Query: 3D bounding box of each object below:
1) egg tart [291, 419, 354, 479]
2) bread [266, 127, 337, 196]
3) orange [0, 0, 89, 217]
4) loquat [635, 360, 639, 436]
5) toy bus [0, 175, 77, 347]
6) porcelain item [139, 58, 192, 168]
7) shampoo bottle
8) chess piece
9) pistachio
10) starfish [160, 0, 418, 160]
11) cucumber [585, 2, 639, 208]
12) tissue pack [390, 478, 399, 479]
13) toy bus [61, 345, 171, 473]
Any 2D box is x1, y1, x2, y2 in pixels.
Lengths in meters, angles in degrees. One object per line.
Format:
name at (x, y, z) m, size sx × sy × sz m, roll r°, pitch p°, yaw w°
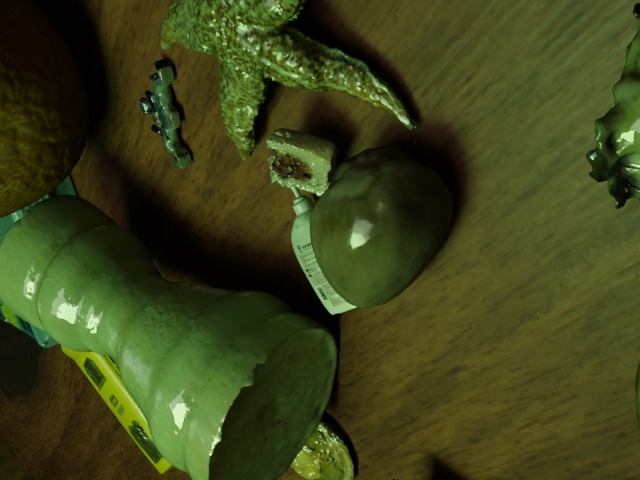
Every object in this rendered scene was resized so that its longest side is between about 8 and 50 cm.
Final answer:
egg tart at (-0.010, 0.281, 1.069) m, size 0.129 × 0.049 × 0.128 m, roll 29°, pitch 138°, yaw 30°
bread at (-0.016, -0.075, 0.774) m, size 0.070 × 0.035 × 0.083 m, roll 19°, pitch 156°, yaw 4°
orange at (-0.471, -0.189, 1.021) m, size 0.357 × 0.322 × 0.322 m, roll 36°, pitch 141°, yaw 39°
loquat at (0.296, 0.088, 0.429) m, size 0.213 × 0.213 × 0.246 m, roll 51°, pitch 141°, yaw 7°
toy bus at (-0.478, -0.004, 1.306) m, size 0.190 × 0.152 × 0.312 m, roll 18°, pitch 131°, yaw 42°
porcelain item at (-0.193, -0.155, 0.961) m, size 0.075 × 0.021 × 0.136 m, roll 28°, pitch 136°, yaw 40°
shampoo bottle at (0.000, 0.000, 0.834) m, size 0.077 × 0.045 × 0.152 m, roll -26°, pitch 95°, yaw 53°
chess piece at (-0.209, 0.105, 1.001) m, size 0.442 × 0.234 × 0.234 m, roll 30°, pitch 137°, yaw 29°
pistachio at (0.051, -0.007, 0.727) m, size 0.185 × 0.126 × 0.108 m, roll 107°, pitch 162°, yaw -50°
starfish at (-0.057, -0.188, 0.736) m, size 0.347 × 0.078 × 0.357 m, roll 33°, pitch 139°, yaw 25°
cucumber at (0.306, -0.069, 0.372) m, size 0.325 × 0.145 × 0.105 m, roll 10°, pitch 164°, yaw 43°
tissue pack at (0.115, 0.473, 0.913) m, size 0.210 × 0.198 × 0.370 m, roll 31°, pitch 146°, yaw 34°
toy bus at (-0.276, 0.177, 1.211) m, size 0.330 × 0.152 × 0.144 m, roll 51°, pitch 146°, yaw 7°
